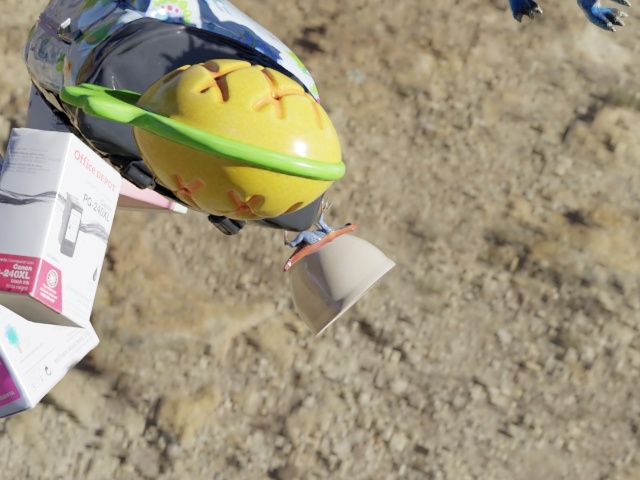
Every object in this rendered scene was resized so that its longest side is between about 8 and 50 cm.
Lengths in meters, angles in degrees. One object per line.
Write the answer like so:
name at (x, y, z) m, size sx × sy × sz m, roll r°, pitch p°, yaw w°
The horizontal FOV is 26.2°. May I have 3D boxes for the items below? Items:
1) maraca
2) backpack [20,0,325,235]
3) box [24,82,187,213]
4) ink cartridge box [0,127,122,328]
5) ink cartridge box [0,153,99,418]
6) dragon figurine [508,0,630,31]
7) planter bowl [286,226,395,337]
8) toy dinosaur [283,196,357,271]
maraca at (-0.073, -0.070, 0.884) m, size 0.185 × 0.099 × 0.127 m, roll 16°, pitch 6°, yaw 1°
backpack at (-0.168, -0.172, 1.447) m, size 0.290 × 0.273 × 0.355 m, roll 25°, pitch -7°, yaw -32°
box at (-0.276, -0.126, 1.830) m, size 0.126 × 0.149 × 0.232 m, roll 5°, pitch -5°, yaw 25°
ink cartridge box at (-0.237, -0.011, 1.210) m, size 0.063 × 0.109 × 0.151 m, roll 5°, pitch 73°, yaw 19°
ink cartridge box at (-0.364, 0.018, 1.491) m, size 0.065 × 0.311 × 0.186 m, roll -20°, pitch 11°, yaw 19°
dragon figurine at (0.210, -0.273, 1.221) m, size 0.289 × 0.144 × 0.085 m, roll 15°, pitch 46°, yaw 26°
planter bowl at (0.016, 0.050, 2.035) m, size 0.109 × 0.162 × 0.162 m, roll 48°, pitch 39°, yaw 3°
toy dinosaur at (0.000, 0.000, 1.548) m, size 0.082 × 0.047 × 0.090 m, roll 1°, pitch 70°, yaw 0°
